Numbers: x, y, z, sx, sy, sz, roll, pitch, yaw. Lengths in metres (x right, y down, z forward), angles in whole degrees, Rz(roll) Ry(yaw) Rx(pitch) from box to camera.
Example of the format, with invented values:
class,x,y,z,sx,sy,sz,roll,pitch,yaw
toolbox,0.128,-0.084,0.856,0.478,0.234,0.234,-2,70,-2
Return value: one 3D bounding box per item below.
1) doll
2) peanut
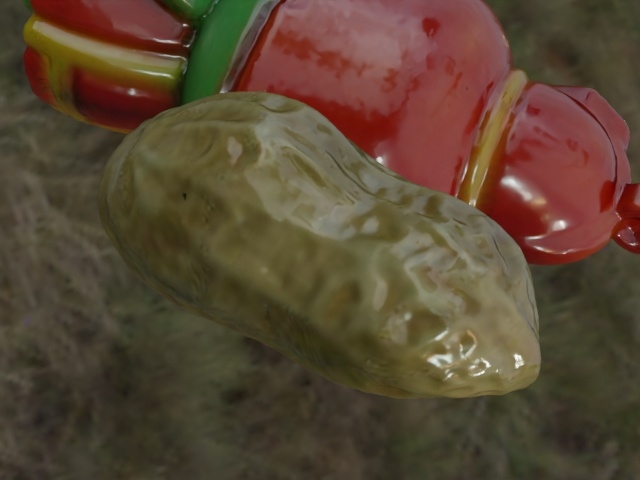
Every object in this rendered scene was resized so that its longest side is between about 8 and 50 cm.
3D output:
class,x,y,z,sx,sy,sz,roll,pitch,yaw
doll,0.013,-0.065,0.969,0.183,0.363,0.160,90,21,-59
peanut,0.000,0.000,0.690,0.083,0.194,0.093,-21,126,-52
